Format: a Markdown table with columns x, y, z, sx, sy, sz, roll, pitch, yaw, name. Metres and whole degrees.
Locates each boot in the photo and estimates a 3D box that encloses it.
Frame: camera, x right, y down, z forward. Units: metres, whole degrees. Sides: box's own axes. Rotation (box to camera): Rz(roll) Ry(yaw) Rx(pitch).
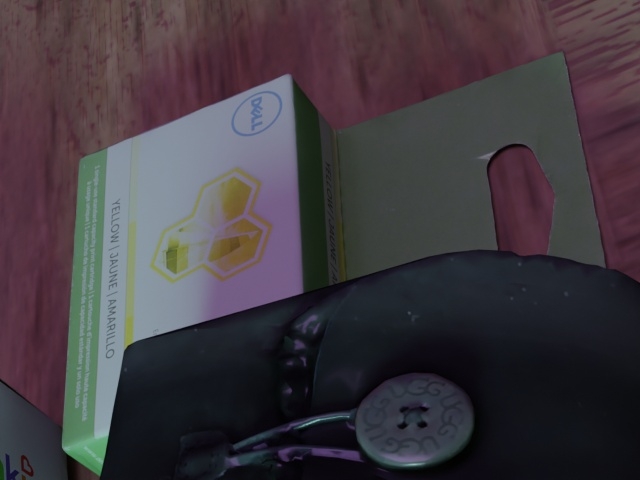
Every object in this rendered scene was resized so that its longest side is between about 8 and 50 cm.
| x | y | z | sx | sy | sz | roll | pitch | yaw | name |
| --- | --- | --- | --- | --- | --- | --- | --- | --- | --- |
| 0.094 | 0.179 | 0.441 | 0.367 | 0.146 | 0.445 | -1 | 34 | 6 | boot |

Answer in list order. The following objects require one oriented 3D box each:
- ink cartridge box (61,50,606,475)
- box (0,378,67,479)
| x | y | z | sx | sy | sz | roll | pitch | yaw | name |
| --- | --- | --- | --- | --- | --- | --- | --- | --- | --- |
| 0.000 | 0.000 | 0.712 | 0.235 | 0.056 | 0.171 | -21 | 48 | 21 | ink cartridge box |
| -0.237 | 0.193 | 0.668 | 0.262 | 0.127 | 0.231 | -25 | 49 | 16 | box |
